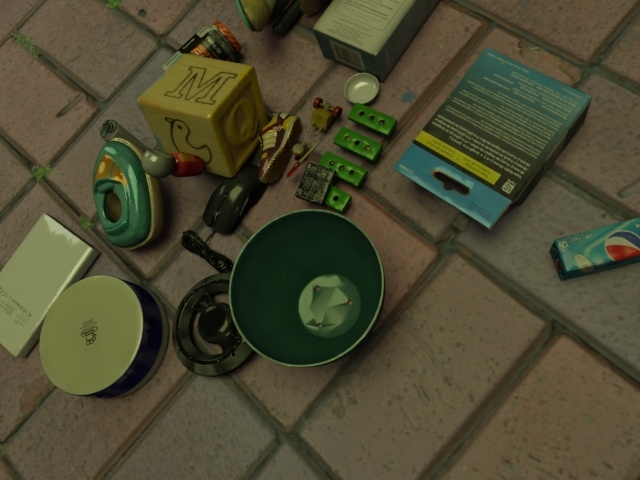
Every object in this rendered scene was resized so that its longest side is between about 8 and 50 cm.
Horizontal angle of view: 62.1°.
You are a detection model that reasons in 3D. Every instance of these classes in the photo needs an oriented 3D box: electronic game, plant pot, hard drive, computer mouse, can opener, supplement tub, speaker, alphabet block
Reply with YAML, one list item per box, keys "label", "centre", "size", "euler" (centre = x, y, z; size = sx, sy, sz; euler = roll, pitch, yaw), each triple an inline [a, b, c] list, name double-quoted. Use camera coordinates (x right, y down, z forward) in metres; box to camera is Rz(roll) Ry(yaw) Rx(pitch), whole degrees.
- label: "electronic game"
  centre: [-0.224, 0.180, 1.156]
  size: [0.229, 0.048, 0.229]
  euler: [-9, 64, 19]
- label: "plant pot"
  centre: [-0.007, 0.109, 1.038]
  size: [0.290, 0.195, 0.290]
  euler: [-5, 70, 14]
- label: "hard drive"
  centre: [-0.712, 0.106, 1.324]
  size: [0.203, 0.040, 0.308]
  euler: [30, 82, 23]
- label: "computer mouse"
  centre: [-0.199, -0.054, 1.222]
  size: [0.184, 0.060, 0.262]
  euler: [38, 86, 24]
- label: "can opener"
  centre: [-0.056, -0.666, 1.399]
  size: [0.283, 0.076, 0.095]
  euler: [-53, 35, -5]
- label: "supplement tub"
  centre: [-0.301, -0.462, 1.360]
  size: [0.190, 0.117, 0.117]
  euler: [-44, 66, -1]
- label: "speaker"
  centre: [-0.491, -0.247, 1.329]
  size: [0.055, 0.136, 0.055]
  euler: [-5, 71, 14]
- label: "alphabet block"
  centre: [-0.260, -0.290, 1.227]
  size: [0.197, 0.192, 0.193]
  euler: [16, 58, 21]

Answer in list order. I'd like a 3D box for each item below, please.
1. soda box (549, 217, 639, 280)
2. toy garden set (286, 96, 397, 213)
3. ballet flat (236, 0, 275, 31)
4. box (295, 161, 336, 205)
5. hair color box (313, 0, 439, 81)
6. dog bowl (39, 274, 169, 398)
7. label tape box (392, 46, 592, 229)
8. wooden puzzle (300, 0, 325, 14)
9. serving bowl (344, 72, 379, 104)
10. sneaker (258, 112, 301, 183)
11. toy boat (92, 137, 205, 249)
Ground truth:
- label: "soda box"
  centre: [0.545, 0.011, 0.983]
  size: [0.210, 0.071, 0.067]
  euler: [-16, 68, 10]
- label: "toy garden set"
  centre: [0.031, -0.204, 1.218]
  size: [0.203, 0.049, 0.244]
  euler: [29, 82, 21]
- label: "ballet flat"
  centre: [-0.161, -0.629, 1.327]
  size: [0.123, 0.123, 0.349]
  euler: [-26, 41, 6]
- label: "box"
  centre: [-0.010, -0.125, 1.166]
  size: [0.067, 0.018, 0.083]
  euler: [18, 79, 19]
- label: "hair color box"
  centre: [0.169, -0.586, 1.271]
  size: [0.185, 0.113, 0.374]
  euler: [32, 83, 22]
- label: "dog bowl"
  centre: [-0.482, 0.215, 1.187]
  size: [0.264, 0.104, 0.265]
  euler: [-5, 70, 15]
- label: "label tape box"
  centre: [0.345, -0.197, 1.091]
  size: [0.240, 0.106, 0.334]
  euler: [37, 85, 23]
- label: "wooden puzzle"
  centre: [0.091, -0.719, 1.244]
  size: [0.080, 0.322, 0.348]
  euler: [38, 83, 0]
- label: "serving bowl"
  centre: [0.100, -0.353, 1.257]
  size: [0.083, 0.027, 0.083]
  euler: [-5, 70, 15]
- label: "sneaker"
  centre: [-0.115, -0.219, 1.254]
  size: [0.083, 0.069, 0.185]
  euler: [18, 69, 22]
- label: "toy boat"
  centre: [-0.416, -0.130, 1.206]
  size: [0.318, 0.148, 0.268]
  euler: [-20, 83, 32]
